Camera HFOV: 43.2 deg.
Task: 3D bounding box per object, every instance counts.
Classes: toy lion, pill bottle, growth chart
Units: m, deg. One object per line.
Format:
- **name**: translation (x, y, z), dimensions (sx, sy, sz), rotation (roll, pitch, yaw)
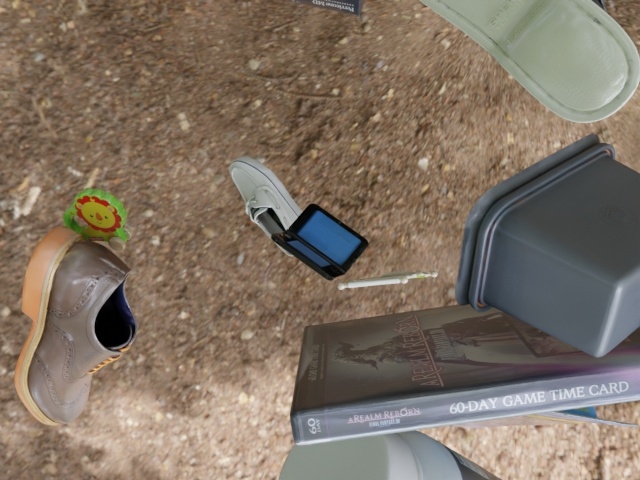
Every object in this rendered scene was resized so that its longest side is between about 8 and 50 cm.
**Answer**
- **toy lion**: translation (-0.304, -0.030, 1.090), dimensions (0.100, 0.034, 0.096), rotation (1, 133, 21)
- **pill bottle**: translation (0.127, 0.352, 0.980), dimensions (0.204, 0.204, 0.361), rotation (-39, 128, 21)
- **growth chart**: translation (0.144, 0.084, 1.775), dimensions (0.172, 0.237, 0.021), rotation (-7, 88, 23)

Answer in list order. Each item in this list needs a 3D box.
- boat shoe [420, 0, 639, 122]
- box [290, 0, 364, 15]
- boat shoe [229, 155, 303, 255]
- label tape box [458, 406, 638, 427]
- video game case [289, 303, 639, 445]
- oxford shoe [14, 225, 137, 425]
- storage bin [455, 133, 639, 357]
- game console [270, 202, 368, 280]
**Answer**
- **boat shoe**: translation (0.161, -0.253, 0.739), dimensions (0.340, 0.113, 0.127), rotation (45, 115, 5)
- **box**: translation (-0.009, -0.390, 1.049), dimensions (0.156, 0.158, 0.093), rotation (14, 67, 8)
- **boat shoe**: translation (-0.123, -0.074, 1.805), dimensions (0.267, 0.088, 0.096), rotation (51, 136, 5)
- **label tape box**: translation (0.202, 0.177, 1.051), dimensions (0.241, 0.334, 0.105), rotation (13, 73, -21)
- **video game case**: translation (0.121, 0.073, 0.545), dimensions (0.274, 0.196, 0.026), rotation (-7, 98, 2)
- **oxford shoe**: translation (-0.337, 0.152, 1.135), dimensions (0.133, 0.130, 0.363), rotation (22, 131, 7)
- **storage bin**: translation (0.159, 0.011, 0.479), dimensions (0.091, 0.135, 0.098), rotation (35, 137, 37)
- **game console**: translation (0.000, 0.000, 1.285), dimensions (0.122, 0.107, 0.071), rotation (35, 102, 13)
